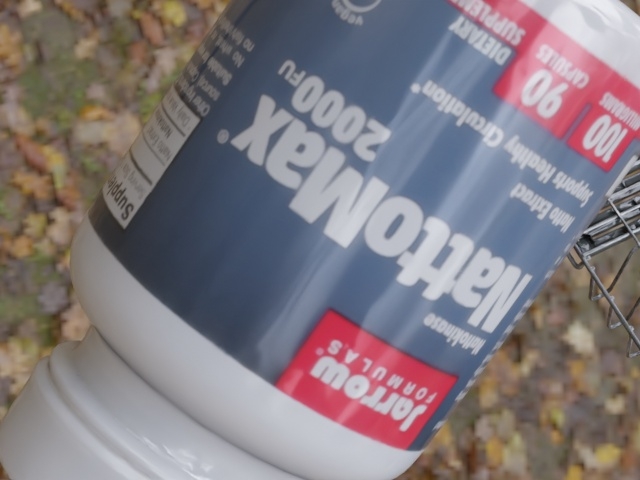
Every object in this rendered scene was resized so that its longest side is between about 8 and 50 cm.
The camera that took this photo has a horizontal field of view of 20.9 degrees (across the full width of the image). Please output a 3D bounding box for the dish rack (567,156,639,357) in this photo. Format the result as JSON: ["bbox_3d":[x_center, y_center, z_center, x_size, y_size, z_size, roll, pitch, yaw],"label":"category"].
[{"bbox_3d":[0.262,0.033,1.050,0.208,0.074,0.271,-23,64,-13],"label":"dish rack"}]

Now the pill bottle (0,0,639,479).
[{"bbox_3d":[0.000,0.000,0.444,0.108,0.108,0.180,28,101,-41],"label":"pill bottle"}]
